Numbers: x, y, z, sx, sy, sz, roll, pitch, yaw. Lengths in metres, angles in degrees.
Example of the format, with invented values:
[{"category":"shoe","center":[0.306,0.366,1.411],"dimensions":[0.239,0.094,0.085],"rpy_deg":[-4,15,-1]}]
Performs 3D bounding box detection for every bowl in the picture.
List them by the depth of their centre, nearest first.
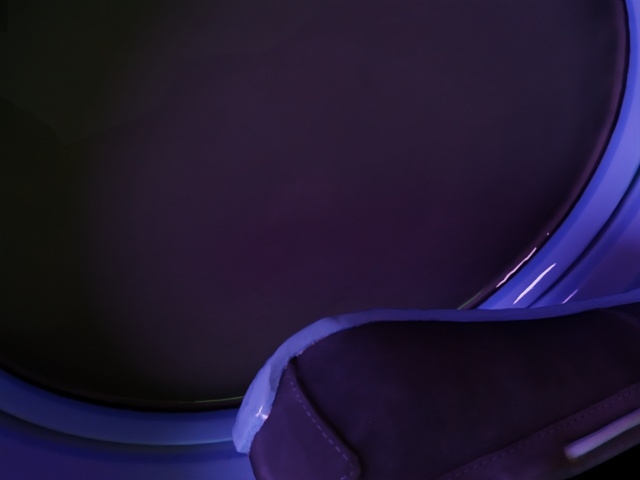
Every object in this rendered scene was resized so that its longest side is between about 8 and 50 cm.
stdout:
[{"category":"bowl","center":[0.000,0.000,0.379],"dimensions":[0.391,0.077,0.391],"rpy_deg":[-14,139,-12]}]

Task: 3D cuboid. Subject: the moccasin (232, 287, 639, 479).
[{"category":"moccasin","center":[0.129,0.102,0.405],"dimensions":[0.342,0.117,0.138],"rpy_deg":[-5,137,-23]}]
